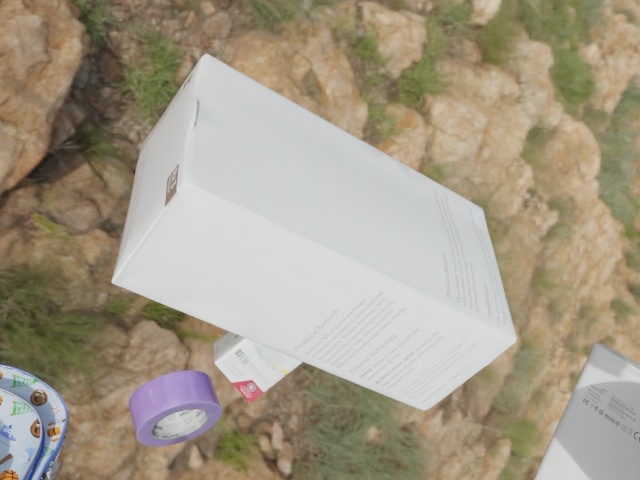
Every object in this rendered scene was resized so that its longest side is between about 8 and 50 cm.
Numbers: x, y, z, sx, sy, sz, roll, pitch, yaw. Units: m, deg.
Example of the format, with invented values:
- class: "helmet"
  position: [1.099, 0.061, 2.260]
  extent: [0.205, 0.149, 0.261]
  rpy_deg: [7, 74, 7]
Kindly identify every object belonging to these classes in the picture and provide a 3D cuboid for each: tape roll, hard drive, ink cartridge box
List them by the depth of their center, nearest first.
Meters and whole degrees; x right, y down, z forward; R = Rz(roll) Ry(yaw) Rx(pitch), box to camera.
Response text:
- class: "hard drive"
  position: [0.541, 0.403, 1.514]
  extent: [0.047, 0.233, 0.353]
  rpy_deg: [13, 103, -33]
- class: "tape roll"
  position: [-0.316, 0.367, 1.751]
  extent: [0.189, 0.189, 0.080]
  rpy_deg: [28, 30, -50]
- class: "ink cartridge box"
  position: [-0.130, 0.240, 1.781]
  extent: [0.176, 0.127, 0.128]
  rpy_deg: [-37, 104, 2]

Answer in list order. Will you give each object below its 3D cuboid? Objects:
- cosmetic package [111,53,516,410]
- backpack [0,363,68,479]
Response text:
- class: "cosmetic package"
  position: [0.000, 0.000, 0.839]
  extent: [0.384, 0.156, 0.217]
  rpy_deg: [26, 37, -22]
- class: "backpack"
  position: [-0.539, 0.332, 1.289]
  extent: [0.276, 0.213, 0.263]
  rpy_deg: [28, 50, -7]
